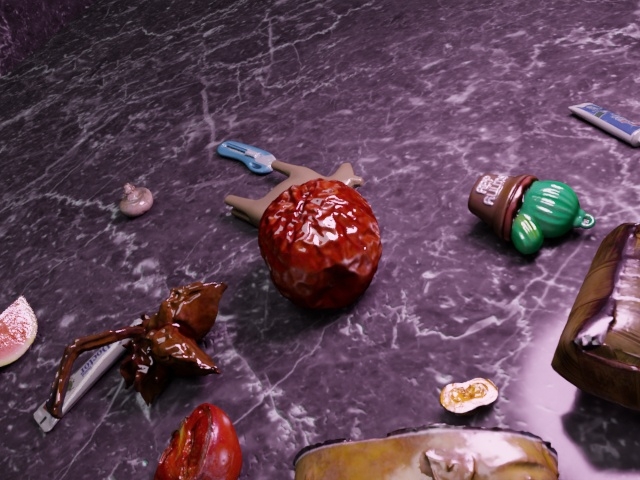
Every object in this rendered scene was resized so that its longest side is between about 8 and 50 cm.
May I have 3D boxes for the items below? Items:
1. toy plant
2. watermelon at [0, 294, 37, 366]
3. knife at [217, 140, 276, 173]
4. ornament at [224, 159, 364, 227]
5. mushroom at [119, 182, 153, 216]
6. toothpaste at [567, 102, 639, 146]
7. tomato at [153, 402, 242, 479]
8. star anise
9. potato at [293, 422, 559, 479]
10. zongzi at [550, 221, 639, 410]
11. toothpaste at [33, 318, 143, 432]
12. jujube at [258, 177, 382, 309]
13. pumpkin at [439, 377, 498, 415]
[{"bbox_3d":[0.348,-0.046,1.085,0.200,0.105,0.143,24,67,29],"label":"toy plant"},{"bbox_3d":[-0.644,0.203,1.332,0.069,0.087,0.163,-25,25,52],"label":"watermelon"},{"bbox_3d":[-0.182,-0.207,1.577,0.064,0.031,0.222,-46,44,-18],"label":"knife"},{"bbox_3d":[-0.048,-0.104,1.375,0.230,0.061,0.245,-42,42,-24],"label":"ornament"},{"bbox_3d":[-0.447,-0.102,1.556,0.085,0.079,0.085,-11,41,10],"label":"mushroom"},{"bbox_3d":[0.551,-0.222,1.228,0.057,0.034,0.197,-15,36,-14],"label":"toothpaste"},{"bbox_3d":[-0.168,0.325,0.944,0.159,0.091,0.139,-49,28,12],"label":"tomato"},{"bbox_3d":[-0.298,0.192,1.109,0.346,0.148,0.237,-29,37,-21],"label":"star anise"},{"bbox_3d":[0.115,0.328,0.691,0.300,0.246,0.196,-15,50,20],"label":"potato"},{"bbox_3d":[0.481,0.121,0.828,0.300,0.138,0.286,21,48,25],"label":"zongzi"},{"bbox_3d":[-0.422,0.242,1.202,0.067,0.037,0.255,24,63,42],"label":"toothpaste"},{"bbox_3d":[0.000,0.000,1.136,0.213,0.213,0.232,-22,41,3],"label":"jujube"},{"bbox_3d":[0.208,0.224,0.910,0.083,0.028,0.050,-15,38,-2],"label":"pumpkin"}]
